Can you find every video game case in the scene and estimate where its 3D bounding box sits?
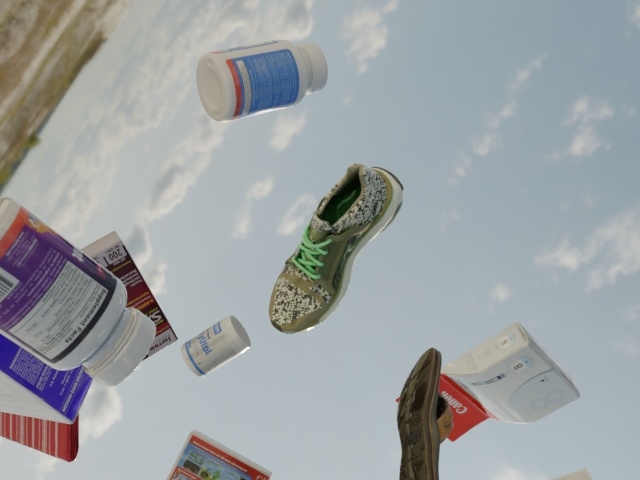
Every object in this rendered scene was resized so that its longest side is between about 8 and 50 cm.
[{"bbox_3d":[-0.258,0.589,1.769,0.285,0.204,0.025,-63,172,-1],"label":"video game case"}]

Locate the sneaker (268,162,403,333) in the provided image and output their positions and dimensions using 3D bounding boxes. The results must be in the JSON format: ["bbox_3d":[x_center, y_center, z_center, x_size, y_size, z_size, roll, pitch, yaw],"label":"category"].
[{"bbox_3d":[0.000,0.000,1.666,0.158,0.182,0.410,31,-92,30],"label":"sneaker"}]

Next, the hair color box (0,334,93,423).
[{"bbox_3d":[-0.459,0.113,1.040,0.185,0.339,0.110,3,-122,24],"label":"hair color box"}]

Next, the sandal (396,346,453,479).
[{"bbox_3d":[0.148,0.252,1.082,0.090,0.060,0.219,-49,-149,48],"label":"sandal"}]

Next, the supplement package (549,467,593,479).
[{"bbox_3d":[0.533,0.639,1.631,0.145,0.262,0.204,-19,-157,3],"label":"supplement package"}]

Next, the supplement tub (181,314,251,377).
[{"bbox_3d":[-0.185,0.187,1.429,0.107,0.071,0.071,-33,-156,6],"label":"supplement tub"}]

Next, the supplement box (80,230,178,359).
[{"bbox_3d":[-0.386,0.118,1.543,0.130,0.239,0.073,-31,-154,-13],"label":"supplement box"}]

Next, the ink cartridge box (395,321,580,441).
[{"bbox_3d":[0.437,0.407,2.105,0.385,0.308,0.091,-36,-141,17],"label":"ink cartridge box"}]

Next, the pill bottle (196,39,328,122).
[{"bbox_3d":[-0.100,-0.293,1.454,0.221,0.124,0.124,-19,180,-30],"label":"pill bottle"}]

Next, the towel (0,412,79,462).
[{"bbox_3d":[-0.568,0.297,1.547,0.031,0.274,0.199,-18,116,-61],"label":"towel"}]

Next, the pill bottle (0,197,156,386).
[{"bbox_3d":[-0.257,0.057,0.779,0.108,0.193,0.108,-36,-152,23],"label":"pill bottle"}]
